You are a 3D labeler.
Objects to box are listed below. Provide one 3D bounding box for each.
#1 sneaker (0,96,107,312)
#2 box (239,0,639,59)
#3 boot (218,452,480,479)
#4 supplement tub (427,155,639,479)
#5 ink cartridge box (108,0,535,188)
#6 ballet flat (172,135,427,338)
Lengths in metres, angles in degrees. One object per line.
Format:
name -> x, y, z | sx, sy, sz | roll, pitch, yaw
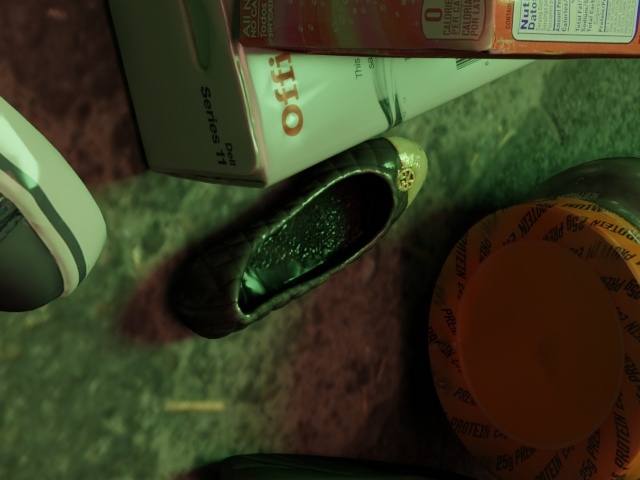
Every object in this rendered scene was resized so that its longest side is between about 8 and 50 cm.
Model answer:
sneaker -> -0.220, -0.044, 0.498 | 0.321, 0.126, 0.127 | 39, 64, -28
box -> 0.066, -0.222, 0.611 | 0.154, 0.142, 0.300 | -7, 101, -44
boot -> 0.033, 0.207, 0.796 | 0.236, 0.085, 0.179 | 13, 87, -38
supplement tub -> 0.221, 0.045, 0.881 | 0.316, 0.193, 0.194 | -6, 99, -43
ink cartridge box -> 0.003, -0.130, 0.725 | 0.208, 0.087, 0.153 | -26, 113, -40
ballet flat -> 0.000, 0.000, 0.763 | 0.173, 0.049, 0.057 | -37, 120, -35
